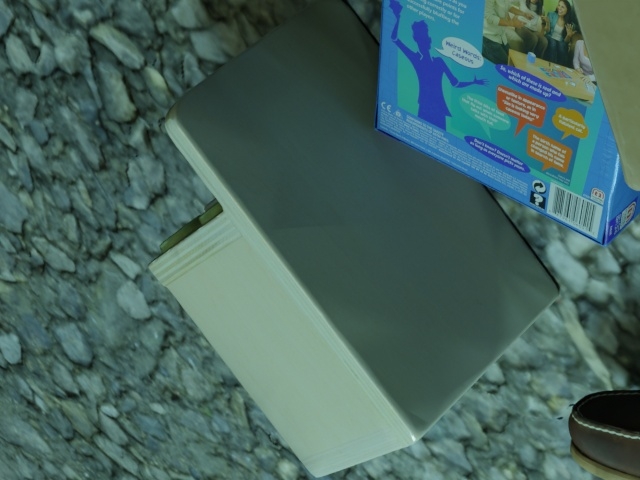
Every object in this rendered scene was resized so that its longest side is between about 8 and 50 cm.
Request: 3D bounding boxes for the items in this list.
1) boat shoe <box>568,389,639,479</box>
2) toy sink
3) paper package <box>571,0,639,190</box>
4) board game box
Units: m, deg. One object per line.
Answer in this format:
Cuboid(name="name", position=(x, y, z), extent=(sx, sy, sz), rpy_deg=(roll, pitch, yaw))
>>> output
Cuboid(name="boat shoe", position=(0.232, 0.105, 0.868), extent=(0.207, 0.073, 0.073), rpy_deg=(6, 120, 35))
Cuboid(name="toy sink", position=(0.000, 0.000, 0.950), extent=(0.234, 0.153, 0.131), rpy_deg=(52, 145, -5))
Cuboid(name="paper package", position=(0.218, -0.191, 0.528), extent=(0.309, 0.168, 0.324), rpy_deg=(3, 125, 46))
Cuboid(name="board game box", position=(0.107, -0.117, 0.816), extent=(0.160, 0.047, 0.210), rpy_deg=(30, 141, 26))
